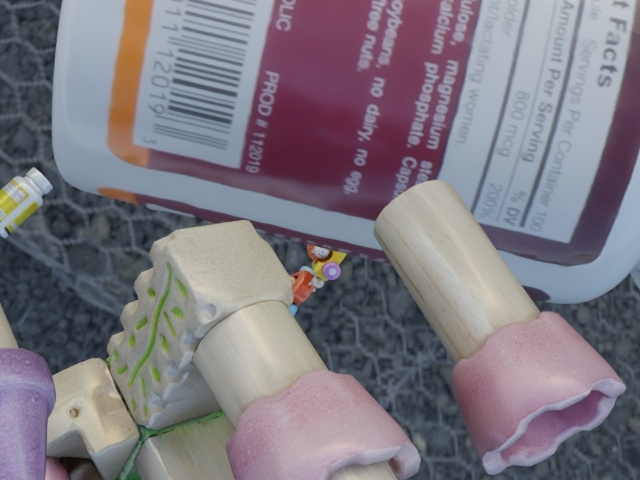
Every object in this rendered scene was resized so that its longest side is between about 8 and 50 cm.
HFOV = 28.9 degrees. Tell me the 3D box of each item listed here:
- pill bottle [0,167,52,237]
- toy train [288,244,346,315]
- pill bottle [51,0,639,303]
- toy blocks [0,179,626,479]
[{"bbox_3d":[-0.500,-0.064,2.046,0.116,0.065,0.065,-44,108,-14],"label":"pill bottle"},{"bbox_3d":[0.000,0.000,1.365,0.046,0.125,0.166,33,73,-13],"label":"toy train"},{"bbox_3d":[0.073,-0.093,0.677,0.392,0.224,0.224,13,116,-2],"label":"pill bottle"},{"bbox_3d":[-0.040,0.171,0.494,0.309,0.260,0.288,-9,145,-36],"label":"toy blocks"}]
